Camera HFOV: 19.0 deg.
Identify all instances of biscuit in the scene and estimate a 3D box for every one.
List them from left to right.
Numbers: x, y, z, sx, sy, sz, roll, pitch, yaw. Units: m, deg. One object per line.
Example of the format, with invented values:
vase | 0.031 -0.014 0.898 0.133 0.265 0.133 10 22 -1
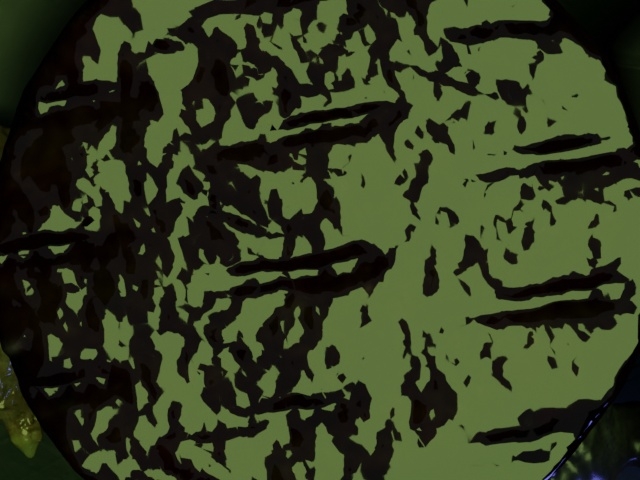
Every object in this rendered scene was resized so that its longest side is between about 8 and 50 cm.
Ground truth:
biscuit | 0.000 0.000 1.163 0.407 0.091 0.407 0 97 2

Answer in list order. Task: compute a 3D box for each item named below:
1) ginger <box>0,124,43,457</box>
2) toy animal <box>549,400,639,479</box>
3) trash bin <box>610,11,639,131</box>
ginger | -0.224 0.042 1.232 0.157 0.102 0.216 -25 106 -30
toy animal | 0.136 0.080 1.294 0.168 0.106 0.343 -44 106 -8
trash bin | 0.333 0.017 1.207 0.280 0.280 0.432 -6 100 -8
